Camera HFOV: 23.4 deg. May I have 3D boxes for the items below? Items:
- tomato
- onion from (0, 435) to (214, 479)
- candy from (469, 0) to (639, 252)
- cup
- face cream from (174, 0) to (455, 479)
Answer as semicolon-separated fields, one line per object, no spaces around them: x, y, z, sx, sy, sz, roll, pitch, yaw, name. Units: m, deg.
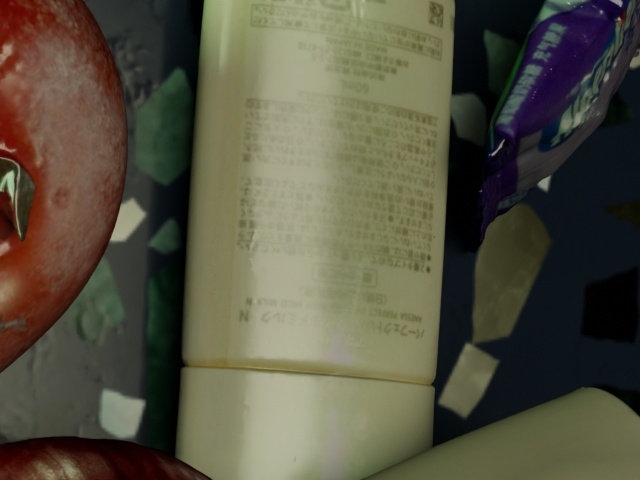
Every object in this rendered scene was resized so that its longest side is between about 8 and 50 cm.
-0.234;-0.049;0.774;0.270;0.227;0.270;-13;111;-36;tomato
-0.112;0.238;0.777;0.273;0.285;0.273;-19;118;-40;onion
0.168;-0.122;1.027;0.070;0.145;0.275;30;70;15;candy
0.084;0.201;0.886;0.200;0.253;0.192;-17;99;-14;cup
0.000;0.000;0.957;0.173;0.081;0.349;6;81;-25;face cream
